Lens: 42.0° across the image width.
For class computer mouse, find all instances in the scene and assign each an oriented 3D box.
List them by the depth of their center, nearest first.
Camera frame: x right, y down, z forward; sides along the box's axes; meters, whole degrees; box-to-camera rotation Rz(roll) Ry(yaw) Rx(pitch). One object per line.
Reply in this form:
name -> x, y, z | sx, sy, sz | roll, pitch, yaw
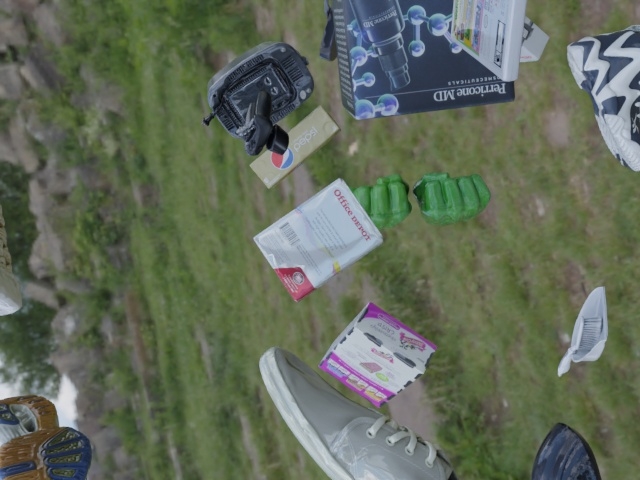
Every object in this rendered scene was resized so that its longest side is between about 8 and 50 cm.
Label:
computer mouse -> 0.281, 0.335, 0.871 | 0.184, 0.060, 0.262 | -153, 51, -77

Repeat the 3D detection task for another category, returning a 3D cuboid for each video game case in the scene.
video game case -> 0.215, -0.333, 1.056 | 0.193, 0.023, 0.213 | -114, 21, -59

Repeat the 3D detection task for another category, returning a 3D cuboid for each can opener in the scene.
can opener -> -0.095, -0.181, 1.297 | 0.073, 0.059, 0.186 | 39, -162, -27

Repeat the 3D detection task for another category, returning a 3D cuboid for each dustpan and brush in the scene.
dustpan and brush -> 0.522, 0.208, 1.673 | 0.147, 0.060, 0.211 | -73, -14, -46

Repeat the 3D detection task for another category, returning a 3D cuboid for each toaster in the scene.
toaster -> -0.126, -0.284, 1.575 | 0.129, 0.227, 0.146 | 55, -178, -22

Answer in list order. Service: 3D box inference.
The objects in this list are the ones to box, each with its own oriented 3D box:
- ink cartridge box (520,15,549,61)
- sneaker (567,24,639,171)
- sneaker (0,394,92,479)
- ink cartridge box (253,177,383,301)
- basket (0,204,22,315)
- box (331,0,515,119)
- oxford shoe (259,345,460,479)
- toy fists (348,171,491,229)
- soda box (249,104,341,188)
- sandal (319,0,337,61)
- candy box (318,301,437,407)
ink cartridge box -> 0.424, -0.471, 1.884 | 0.063, 0.150, 0.109 | -62, 28, -5
sneaker -> 0.505, -0.237, 1.314 | 0.094, 0.153, 0.235 | 43, -155, -64
sneaker -> -0.352, 0.298, 1.042 | 0.296, 0.111, 0.131 | -159, 70, -63
ink cartridge box -> 0.000, 0.000, 1.365 | 0.127, 0.175, 0.072 | 56, -177, 5
basket -> -0.525, -0.040, 0.871 | 0.328, 0.331, 0.267 | 107, 152, -76
box -> 0.173, -0.439, 1.510 | 0.212, 0.293, 0.396 | -107, 9, -74
oxford shoe -> 0.093, 0.304, 1.158 | 0.449, 0.130, 0.169 | 46, -169, 9
toy fists -> 0.169, -0.071, 1.519 | 0.142, 0.279, 0.096 | 126, 140, -88
soda box -> -0.047, -0.180, 1.613 | 0.061, 0.181, 0.058 | 50, -173, 0
sandal -> 0.033, -0.497, 1.720 | 0.097, 0.054, 0.255 | -42, -27, -60
candy box -> 0.108, 0.231, 1.651 | 0.159, 0.071, 0.233 | 34, 148, 0
